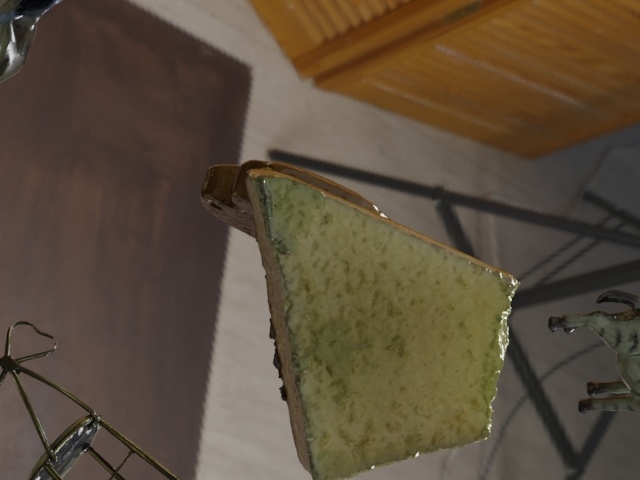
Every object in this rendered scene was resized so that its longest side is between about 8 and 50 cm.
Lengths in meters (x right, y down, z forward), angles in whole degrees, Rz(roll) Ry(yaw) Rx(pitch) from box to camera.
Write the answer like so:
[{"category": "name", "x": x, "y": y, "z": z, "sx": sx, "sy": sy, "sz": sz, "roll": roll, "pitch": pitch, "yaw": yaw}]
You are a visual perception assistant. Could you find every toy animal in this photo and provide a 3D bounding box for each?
[{"category": "toy animal", "x": 0.341, "y": 0.128, "z": 1.320, "sx": 0.217, "sy": 0.176, "sz": 0.073, "roll": 60, "pitch": 32, "yaw": -34}]

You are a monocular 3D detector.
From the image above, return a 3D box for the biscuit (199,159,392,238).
[{"category": "biscuit", "x": 0.009, "y": 0.003, "z": 1.007, "sx": 0.047, "sy": 0.183, "sz": 0.320, "roll": -62, "pitch": 151, "yaw": -9}]

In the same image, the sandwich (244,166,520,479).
[{"category": "sandwich", "x": 0.049, "y": 0.036, "z": 0.795, "sx": 0.162, "sy": 0.058, "sz": 0.193, "roll": -14, "pitch": 101, "yaw": -12}]

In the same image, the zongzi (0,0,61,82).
[{"category": "zongzi", "x": -0.234, "y": -0.293, "z": 0.497, "sx": 0.432, "sy": 0.403, "sz": 0.208, "roll": -68, "pitch": 164, "yaw": 15}]

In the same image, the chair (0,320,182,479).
[{"category": "chair", "x": -0.334, "y": 0.279, "z": 1.710, "sx": 0.325, "sy": 0.170, "sz": 0.160, "roll": 40, "pitch": 52, "yaw": 9}]
